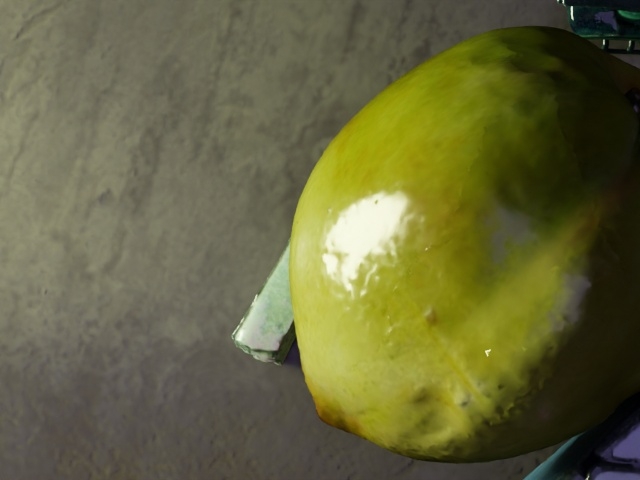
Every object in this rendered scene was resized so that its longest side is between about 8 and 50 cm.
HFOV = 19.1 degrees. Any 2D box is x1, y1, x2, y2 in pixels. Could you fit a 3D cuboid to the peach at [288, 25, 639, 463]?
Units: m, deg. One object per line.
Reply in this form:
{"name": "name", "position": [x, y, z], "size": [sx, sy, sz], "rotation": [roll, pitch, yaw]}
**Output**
{"name": "peach", "position": [0.131, 0.003, 1.347], "size": [0.315, 0.314, 0.281], "rotation": [-42, 86, 29]}

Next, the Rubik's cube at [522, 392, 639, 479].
{"name": "Rubik's cube", "position": [0.247, 0.229, 1.378], "size": [0.205, 0.205, 0.207], "rotation": [-40, 87, 0]}

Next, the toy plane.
{"name": "toy plane", "position": [0.279, -0.176, 1.461], "size": [0.235, 0.096, 0.060], "rotation": [1, 89, -16]}

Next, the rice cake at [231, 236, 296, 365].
{"name": "rice cake", "position": [0.000, 0.000, 1.487], "size": [0.043, 0.034, 0.211], "rotation": [30, 88, 12]}
